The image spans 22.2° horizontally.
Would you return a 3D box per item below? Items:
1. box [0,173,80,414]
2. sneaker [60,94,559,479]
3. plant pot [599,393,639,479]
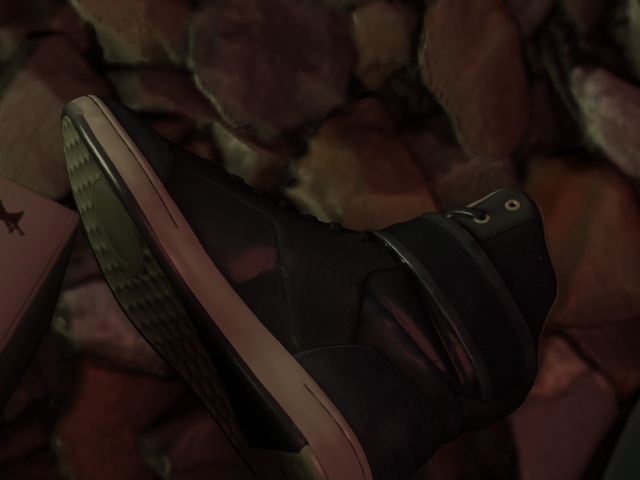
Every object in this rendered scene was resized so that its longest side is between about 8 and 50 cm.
[{"bbox_3d":[-0.219,0.042,0.645,0.182,0.119,0.181,27,60,-2],"label":"box"},{"bbox_3d":[0.000,0.001,0.719,0.163,0.086,0.226,-29,68,-24],"label":"sneaker"},{"bbox_3d":[0.285,0.129,0.637,0.235,0.293,0.293,38,82,-15],"label":"plant pot"}]
